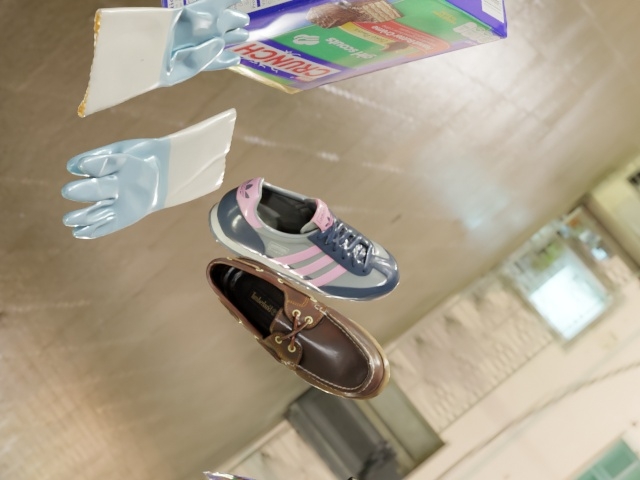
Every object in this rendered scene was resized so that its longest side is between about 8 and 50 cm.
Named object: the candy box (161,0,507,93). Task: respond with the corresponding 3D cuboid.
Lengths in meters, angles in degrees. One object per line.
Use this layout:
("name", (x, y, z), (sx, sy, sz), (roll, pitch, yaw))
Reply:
("candy box", (0.016, -0.282, 1.389), (0.317, 0.122, 0.268), (-8, 170, 32))

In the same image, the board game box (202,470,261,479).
("board game box", (-0.059, 0.284, 1.274), (0.168, 0.133, 0.033), (84, 19, -71))

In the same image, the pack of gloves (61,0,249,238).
("pack of gloves", (-0.142, -0.112, 0.981), (0.232, 0.046, 0.195), (-30, 138, -59))

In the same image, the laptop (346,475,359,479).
("laptop", (0.149, 0.516, 1.594), (0.408, 0.382, 0.236), (-45, -160, 26))

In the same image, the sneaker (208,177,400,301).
("sneaker", (0.000, 0.000, 1.765), (0.319, 0.112, 0.131), (19, 147, -23))

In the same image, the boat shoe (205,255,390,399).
("boat shoe", (-0.028, 0.081, 1.125), (0.073, 0.207, 0.073), (-59, 149, 2))
